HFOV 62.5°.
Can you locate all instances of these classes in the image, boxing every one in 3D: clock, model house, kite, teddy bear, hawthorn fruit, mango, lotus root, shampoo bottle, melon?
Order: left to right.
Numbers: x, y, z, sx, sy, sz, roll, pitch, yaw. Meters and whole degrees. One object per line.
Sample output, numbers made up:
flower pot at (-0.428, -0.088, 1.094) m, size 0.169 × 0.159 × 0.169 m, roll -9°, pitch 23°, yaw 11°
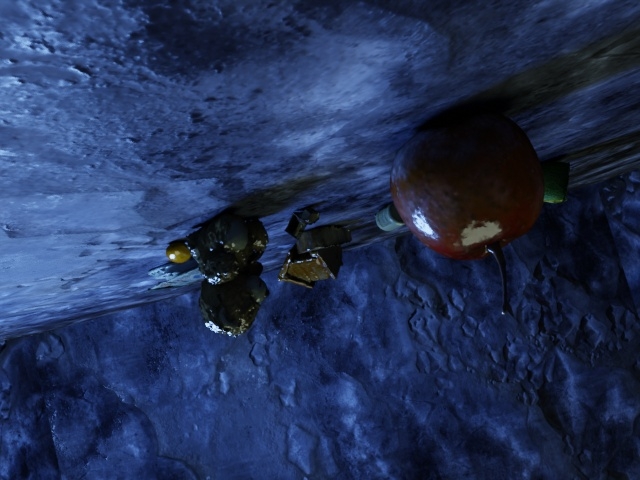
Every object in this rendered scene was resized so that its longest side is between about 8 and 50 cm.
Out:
mango at (-0.342, 0.026, 1.272) m, size 0.060 × 0.046 × 0.089 m, roll -17°, pitch 163°, yaw -9°
clock at (-0.438, 0.097, 1.717) m, size 0.236 × 0.053 × 0.236 m, roll -15°, pitch 174°, yaw -2°
kite at (-0.343, 0.077, 1.626) m, size 0.406 × 0.014 × 0.368 m, roll -24°, pitch 164°, yaw -6°
teddy bear at (-0.192, 0.079, 1.130) m, size 0.156 × 0.256 × 0.267 m, roll -11°, pitch 175°, yaw 6°
model house at (-0.040, -0.045, 1.291) m, size 0.058 × 0.057 × 0.083 m, roll 2°, pitch 119°, yaw -59°
model house at (-0.048, 0.075, 2.075) m, size 0.229 × 0.220 × 0.199 m, roll -12°, pitch -142°, yaw 18°
lotus root at (0.000, 0.000, 1.843) m, size 0.170 × 0.075 × 0.260 m, roll -16°, pitch 177°, yaw 17°
shampoo bottle at (0.221, -0.072, 1.659) m, size 0.079 × 0.079 × 0.162 m, roll -14°, pitch 174°, yaw -16°
hawthorn fruit at (0.240, -0.081, 0.848) m, size 0.235 × 0.263 × 0.231 m, roll -41°, pitch -156°, yaw -13°
melon at (0.688, -0.187, 1.667) m, size 0.169 × 0.129 × 0.265 m, roll 7°, pitch -174°, yaw 19°
